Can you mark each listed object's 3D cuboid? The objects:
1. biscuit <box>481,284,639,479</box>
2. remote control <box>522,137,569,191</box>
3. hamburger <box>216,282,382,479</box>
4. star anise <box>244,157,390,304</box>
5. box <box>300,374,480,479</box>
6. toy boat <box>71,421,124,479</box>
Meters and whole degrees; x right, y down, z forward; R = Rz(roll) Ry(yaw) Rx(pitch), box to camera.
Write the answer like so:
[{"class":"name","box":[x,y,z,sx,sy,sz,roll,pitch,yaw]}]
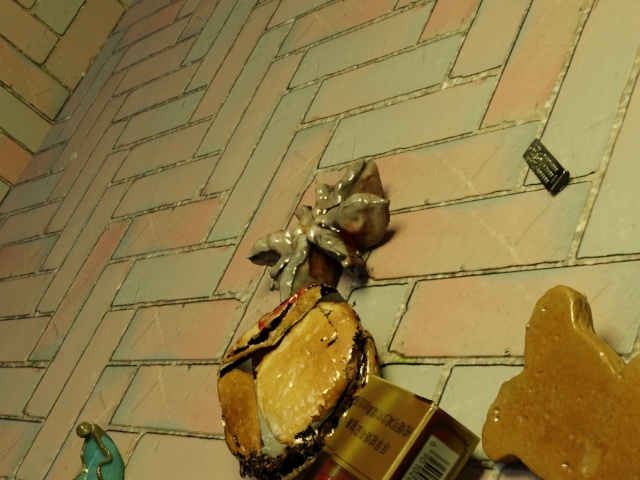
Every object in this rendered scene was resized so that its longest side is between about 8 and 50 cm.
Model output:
[{"class":"biscuit","box":[0.233,0.166,0.813,0.197,0.049,0.301,-68,24,11]},{"class":"remote control","box":[0.253,-0.084,1.140,0.034,0.016,0.091,-57,25,21]},{"class":"hamburger","box":[-0.019,0.164,1.143,0.231,0.107,0.231,-30,36,25]},{"class":"star anise","box":[0.000,0.000,1.317,0.236,0.093,0.229,-13,45,46]},{"class":"box","box":[0.033,0.254,0.973,0.240,0.071,0.159,-54,20,-8]},{"class":"toy boat","box":[-0.321,0.337,1.387,0.075,0.077,0.185,-28,35,36]}]
